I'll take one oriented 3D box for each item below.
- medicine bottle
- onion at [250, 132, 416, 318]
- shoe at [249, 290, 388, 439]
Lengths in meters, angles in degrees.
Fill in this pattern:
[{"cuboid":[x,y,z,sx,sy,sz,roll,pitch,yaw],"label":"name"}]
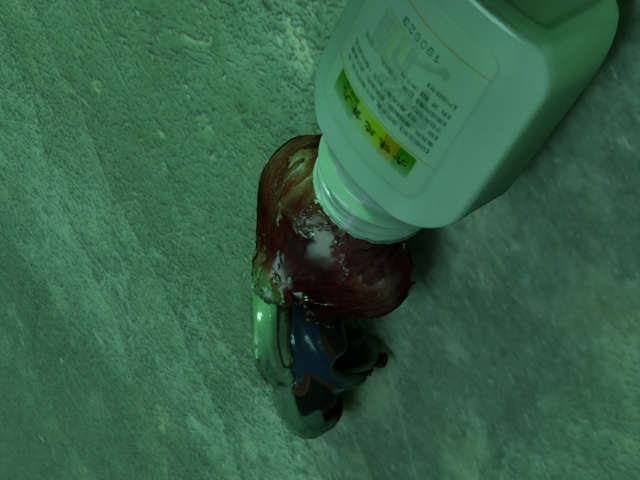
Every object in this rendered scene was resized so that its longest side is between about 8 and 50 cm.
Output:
[{"cuboid":[0.090,-0.120,1.232,0.179,0.124,0.324,50,147,13],"label":"medicine bottle"},{"cuboid":[0.000,0.000,1.443,0.184,0.147,0.184,46,162,20],"label":"onion"},{"cuboid":[0.007,0.115,1.602,0.227,0.126,0.099,64,-164,-56],"label":"shoe"}]
